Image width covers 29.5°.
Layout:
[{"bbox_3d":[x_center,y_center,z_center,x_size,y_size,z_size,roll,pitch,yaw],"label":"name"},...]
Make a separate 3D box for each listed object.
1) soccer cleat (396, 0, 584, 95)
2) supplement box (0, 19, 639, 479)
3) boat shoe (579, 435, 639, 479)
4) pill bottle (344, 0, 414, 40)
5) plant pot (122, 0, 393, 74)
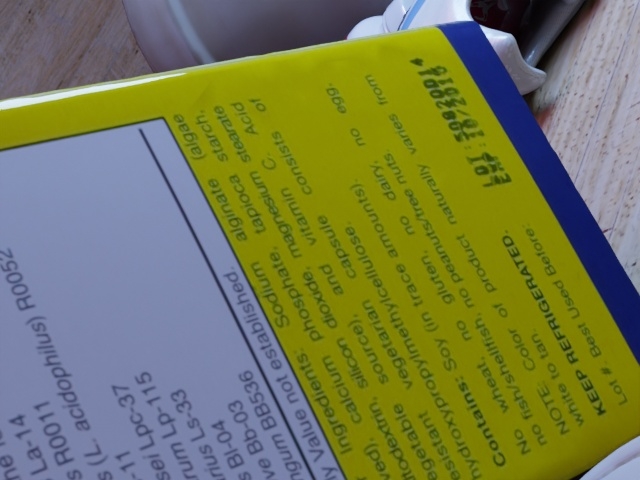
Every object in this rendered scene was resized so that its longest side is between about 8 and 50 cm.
[{"bbox_3d":[0.160,-0.228,0.887,0.143,0.116,0.331,-9,53,54],"label":"soccer cleat"},{"bbox_3d":[-0.068,0.066,0.470,0.356,0.194,0.195,-16,-18,-37],"label":"supplement box"},{"bbox_3d":[0.093,0.139,0.369,0.254,0.079,0.095,-54,16,36],"label":"boat shoe"},{"bbox_3d":[0.054,-0.127,1.036,0.180,0.108,0.108,-49,17,39],"label":"pill bottle"},{"bbox_3d":[0.014,-0.280,1.180,0.280,0.323,0.323,-24,36,43],"label":"plant pot"}]
